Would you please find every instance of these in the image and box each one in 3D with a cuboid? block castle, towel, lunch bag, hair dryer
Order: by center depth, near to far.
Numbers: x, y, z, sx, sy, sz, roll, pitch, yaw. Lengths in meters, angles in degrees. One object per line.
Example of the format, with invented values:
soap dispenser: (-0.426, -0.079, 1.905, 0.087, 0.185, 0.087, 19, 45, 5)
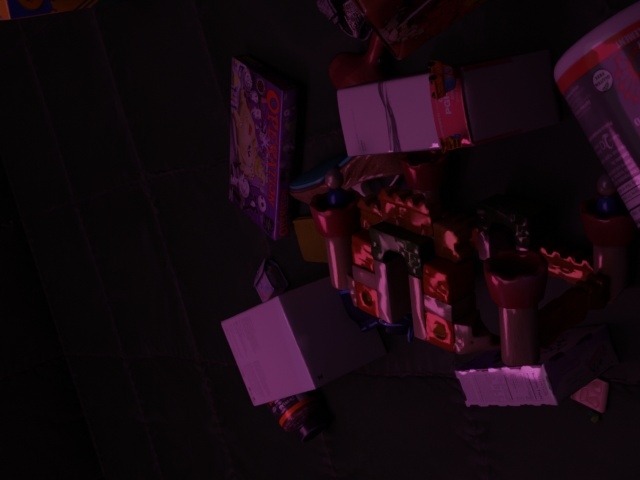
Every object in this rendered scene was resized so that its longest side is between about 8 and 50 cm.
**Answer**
block castle: (0.221, -0.015, 1.462, 0.453, 0.303, 0.213, 22, 130, 46)
hair dryer: (0.088, -0.334, 1.661, 0.223, 0.080, 0.293, -19, 91, 56)
towel: (0.000, 0.000, 1.951, 0.237, 0.021, 0.102, 2, 108, 66)
lunch bag: (-0.120, 0.092, 2.173, 0.083, 0.053, 0.071, 63, 144, 24)

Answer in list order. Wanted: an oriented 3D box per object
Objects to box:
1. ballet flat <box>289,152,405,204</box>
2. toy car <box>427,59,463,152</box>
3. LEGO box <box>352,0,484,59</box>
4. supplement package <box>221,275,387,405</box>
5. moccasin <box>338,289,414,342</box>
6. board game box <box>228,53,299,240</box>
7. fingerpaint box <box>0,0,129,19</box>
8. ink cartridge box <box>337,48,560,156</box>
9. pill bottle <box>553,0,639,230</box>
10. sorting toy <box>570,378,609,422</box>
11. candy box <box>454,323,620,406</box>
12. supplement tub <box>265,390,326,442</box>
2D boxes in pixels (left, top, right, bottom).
ballet flat: (0.066, -0.115, 1.800, 0.124, 0.116, 0.342, 51, 142, -9)
toy car: (0.177, -0.189, 1.316, 0.040, 0.060, 0.122, -10, 117, 11)
LEGO box: (0.106, -0.565, 1.271, 0.372, 0.193, 0.500, -34, 75, 11)
supplement package: (-0.039, 0.205, 1.995, 0.263, 0.198, 0.199, -28, 84, 55)
moccasin: (0.159, 0.116, 1.777, 0.117, 0.138, 0.342, 67, 159, -4)
board game box: (-0.126, -0.197, 2.025, 0.208, 0.056, 0.347, 36, 133, 41)
fingerpaint box: (-0.595, -0.737, 2.117, 0.163, 0.371, 0.445, 13, 116, 49)
ink cartridge box: (0.192, -0.210, 1.479, 0.283, 0.207, 0.117, 2, 106, 52)
pill bottle: (0.462, -0.111, 1.172, 0.210, 0.210, 0.363, -39, 75, 53)
sorting toy: (0.438, 0.255, 1.551, 0.062, 0.012, 0.083, 21, 120, 41)
candy box: (0.343, 0.201, 1.518, 0.196, 0.165, 0.070, -16, 95, 54)
supplement tub: (-0.070, 0.367, 2.197, 0.198, 0.106, 0.106, 51, 140, 24)
